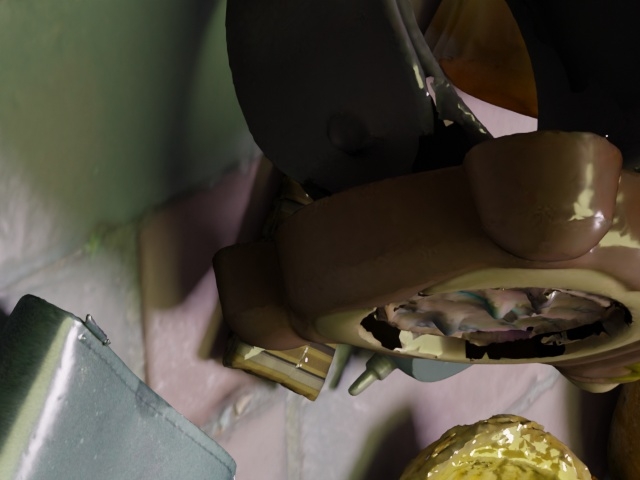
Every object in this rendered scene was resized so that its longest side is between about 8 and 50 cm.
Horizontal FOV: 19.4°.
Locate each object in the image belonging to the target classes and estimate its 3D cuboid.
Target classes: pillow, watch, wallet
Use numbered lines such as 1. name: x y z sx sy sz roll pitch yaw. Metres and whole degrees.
1. pillow: 0.000 0.000 1.242 0.113 0.038 0.203 28 77 -54
2. watch: 0.117 -0.097 1.139 0.335 0.314 0.326 14 68 -33
3. wallet: -0.148 0.192 1.069 0.251 0.054 0.290 -65 148 -15

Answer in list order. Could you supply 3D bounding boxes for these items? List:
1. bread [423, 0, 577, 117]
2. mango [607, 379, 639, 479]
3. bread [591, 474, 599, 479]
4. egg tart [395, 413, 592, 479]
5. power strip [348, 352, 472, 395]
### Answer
1. bread: 0.187 -0.138 1.395 0.241 0.136 0.107 7 95 -60
2. mango: 0.356 0.146 1.719 0.176 0.176 0.329 -12 142 -14
3. bread: 0.249 0.296 1.711 0.125 0.086 0.156 16 91 -65
4. egg tart: 0.117 0.236 1.434 0.213 0.090 0.212 -3 96 -31
5. power strip: 0.118 0.032 1.364 0.253 0.054 0.167 -35 155 -26
